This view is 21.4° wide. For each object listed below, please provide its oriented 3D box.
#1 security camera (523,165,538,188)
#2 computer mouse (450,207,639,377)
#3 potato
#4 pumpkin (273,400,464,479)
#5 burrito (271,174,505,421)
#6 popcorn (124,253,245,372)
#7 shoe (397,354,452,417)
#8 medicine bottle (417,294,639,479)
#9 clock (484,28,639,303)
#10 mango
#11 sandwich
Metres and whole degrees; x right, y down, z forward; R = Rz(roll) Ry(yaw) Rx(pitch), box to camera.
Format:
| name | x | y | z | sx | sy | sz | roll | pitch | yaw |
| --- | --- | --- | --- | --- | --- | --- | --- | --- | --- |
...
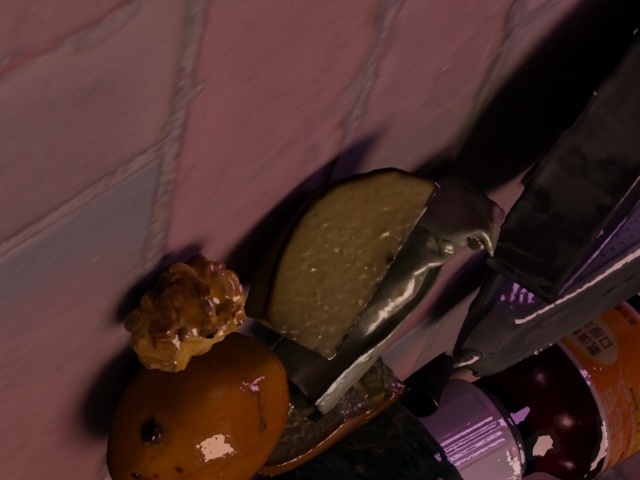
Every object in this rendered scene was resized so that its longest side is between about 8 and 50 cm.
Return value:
| name | x | y | z | sx | sy | sz | roll | pitch | yaw |
| --- | --- | --- | --- | --- | --- | --- | --- | --- | --- |
| security camera | 0.234 | -0.055 | 1.671 | 0.058 | 0.058 | 0.092 | -47 | 157 | 19 |
| computer mouse | 0.277 | 0.025 | 1.866 | 0.371 | 0.122 | 0.188 | -30 | 160 | -17 |
| potato | 0.000 | 0.000 | 1.212 | 0.149 | 0.081 | 0.120 | -58 | -163 | -4 |
| pumpkin | 0.053 | 0.335 | 1.891 | 0.197 | 0.263 | 0.293 | -34 | 161 | -17 |
| burrito | 0.049 | 0.041 | 1.378 | 0.229 | 0.089 | 0.144 | -48 | -176 | 3 |
| popcorn | -0.089 | 0.048 | 1.093 | 0.082 | 0.057 | 0.083 | -42 | 171 | 24 |
| shoe | 0.115 | 0.198 | 2.077 | 0.159 | 0.053 | 0.062 | -28 | 156 | -38 |
| medicine bottle | 0.281 | 0.229 | 2.223 | 0.395 | 0.242 | 0.242 | -30 | 161 | -28 |
| clock | 0.285 | -0.109 | 1.453 | 0.386 | 0.076 | 0.386 | -49 | 170 | -12 |
| mango | -0.088 | 0.139 | 1.248 | 0.147 | 0.109 | 0.227 | -43 | 168 | -13 |
| sandwich | 0.006 | 0.134 | 1.519 | 0.088 | 0.090 | 0.244 | -48 | 165 | 30 |
